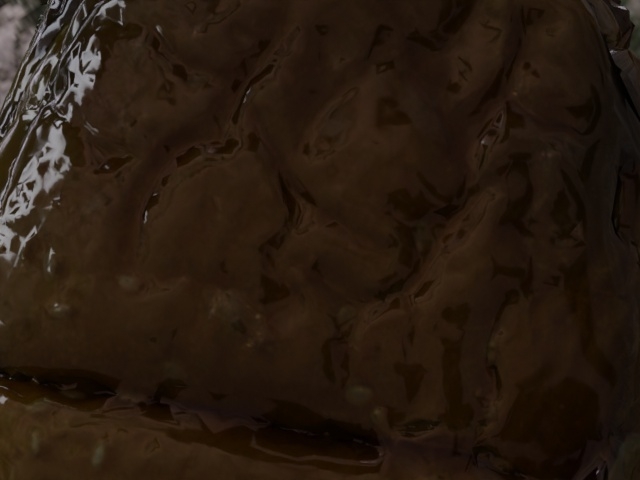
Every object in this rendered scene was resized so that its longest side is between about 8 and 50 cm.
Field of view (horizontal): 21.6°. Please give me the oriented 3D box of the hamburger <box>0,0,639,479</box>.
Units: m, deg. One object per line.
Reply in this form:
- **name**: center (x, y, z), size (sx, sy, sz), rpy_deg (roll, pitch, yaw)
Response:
- **hamburger**: center (0.000, 0.000, 0.422), size (0.183, 0.206, 0.130), rpy_deg (12, -22, -2)
